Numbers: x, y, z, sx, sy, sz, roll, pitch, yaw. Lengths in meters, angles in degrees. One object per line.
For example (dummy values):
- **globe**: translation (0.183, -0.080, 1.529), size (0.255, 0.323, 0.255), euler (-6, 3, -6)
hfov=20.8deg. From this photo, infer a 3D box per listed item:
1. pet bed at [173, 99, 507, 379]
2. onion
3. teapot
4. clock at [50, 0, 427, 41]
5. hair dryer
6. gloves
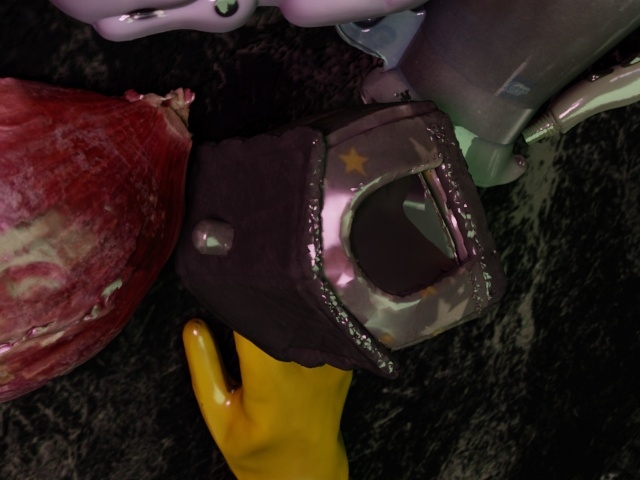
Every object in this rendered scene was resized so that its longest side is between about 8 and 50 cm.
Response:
- **pet bed**: translation (0.000, 0.000, 1.236), size (0.159, 0.211, 0.183), euler (-24, 103, -26)
- **onion**: translation (-0.187, -0.006, 1.192), size (0.283, 0.120, 0.227), euler (-37, 132, -6)
- **teapot**: translation (0.127, -0.171, 1.267), size (0.203, 0.171, 0.225), euler (29, 114, -13)
- **clock**: translation (-0.070, -0.207, 1.095), size (0.254, 0.189, 0.189), euler (-15, 132, -15)
- **hair dryer**: translation (0.272, -0.187, 1.423), size (0.224, 0.088, 0.219), euler (-9, 123, -11)
- **gloves**: translation (-0.028, 0.106, 1.430), size (0.133, 0.116, 0.294), euler (-39, 136, -45)
